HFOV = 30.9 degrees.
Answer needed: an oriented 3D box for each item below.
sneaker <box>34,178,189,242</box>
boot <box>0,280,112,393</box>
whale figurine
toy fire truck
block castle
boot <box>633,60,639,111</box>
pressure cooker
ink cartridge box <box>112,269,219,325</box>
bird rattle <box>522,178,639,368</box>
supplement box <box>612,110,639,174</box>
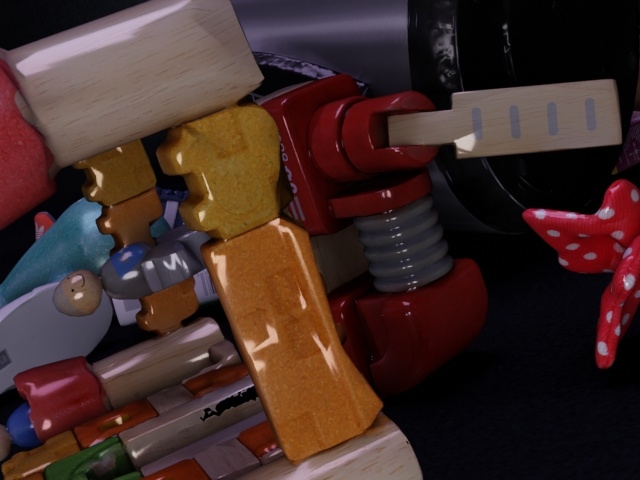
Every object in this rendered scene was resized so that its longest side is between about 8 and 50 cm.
[{"bbox_3d":[-0.245,-0.045,1.649,0.350,0.148,0.131,-27,13,-34],"label":"sneaker"},{"bbox_3d":[-0.349,0.112,1.200,0.258,0.095,0.123,-30,22,-38],"label":"boot"},{"bbox_3d":[-0.310,0.031,1.412,0.272,0.141,0.216,-19,11,5],"label":"whale figurine"},{"bbox_3d":[0.070,-0.015,0.778,0.158,0.217,0.246,-29,15,-40],"label":"toy fire truck"},{"bbox_3d":[-0.146,0.040,0.675,0.212,0.303,0.453,-24,11,-16],"label":"block castle"},{"bbox_3d":[0.415,-0.192,1.303,0.305,0.115,0.112,-9,14,40],"label":"boot"},{"bbox_3d":[0.059,-0.186,1.151,0.420,0.370,0.375,4,-2,40],"label":"pressure cooker"},{"bbox_3d":[-0.098,0.044,1.277,0.181,0.056,0.224,-16,-7,19],"label":"ink cartridge box"},{"bbox_3d":[0.262,-0.026,0.700,0.207,0.254,0.143,9,29,-41],"label":"bird rattle"},{"bbox_3d":[0.319,-0.103,1.218,0.083,0.043,0.055,-24,11,-15],"label":"supplement box"}]
